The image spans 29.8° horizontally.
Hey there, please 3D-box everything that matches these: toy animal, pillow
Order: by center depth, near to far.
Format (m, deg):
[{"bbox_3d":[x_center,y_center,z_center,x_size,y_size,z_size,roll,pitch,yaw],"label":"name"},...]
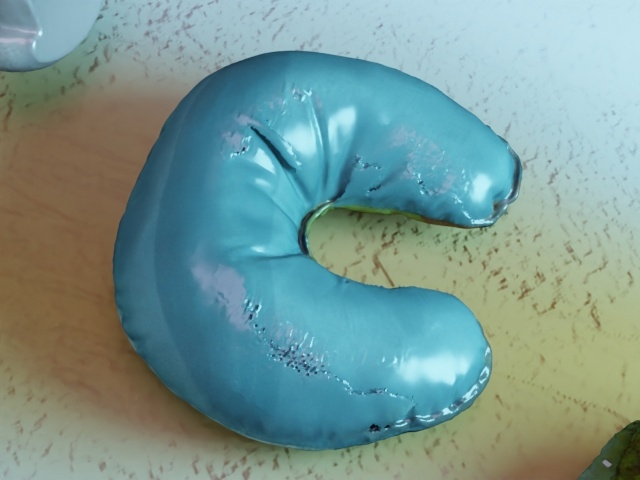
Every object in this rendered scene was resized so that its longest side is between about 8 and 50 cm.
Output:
[{"bbox_3d":[0.000,0.000,0.653,0.214,0.086,0.233,13,59,-2],"label":"pillow"},{"bbox_3d":[-0.229,-0.176,0.743,0.212,0.124,0.124,22,56,34],"label":"toy animal"}]

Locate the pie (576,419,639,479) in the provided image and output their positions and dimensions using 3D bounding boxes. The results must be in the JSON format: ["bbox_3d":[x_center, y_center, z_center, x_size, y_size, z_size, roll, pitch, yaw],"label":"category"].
[{"bbox_3d":[0.223,0.201,0.543,0.277,0.078,0.277,1,59,-2],"label":"pie"}]
